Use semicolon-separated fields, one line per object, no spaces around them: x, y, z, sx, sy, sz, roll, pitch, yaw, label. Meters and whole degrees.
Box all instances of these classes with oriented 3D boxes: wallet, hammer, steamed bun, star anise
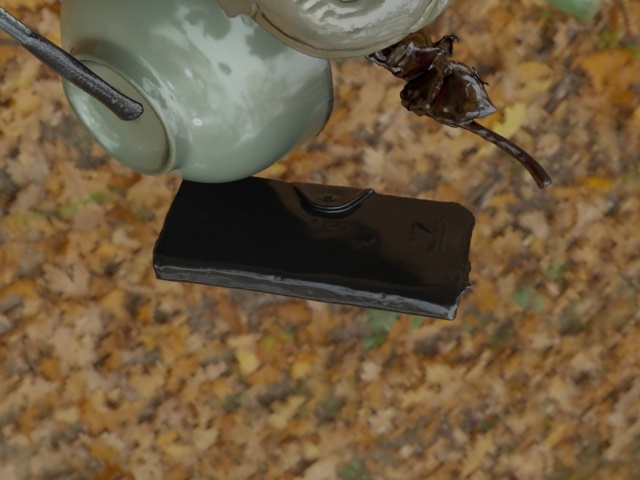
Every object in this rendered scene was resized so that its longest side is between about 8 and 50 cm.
0.000;0.000;1.671;0.377;0.197;0.051;9;133;8;wallet
-0.246;-0.165;1.194;0.103;0.029;0.246;-14;147;31;hammer
0.010;-0.229;1.063;0.211;0.218;0.144;-47;163;-17;steamed bun
0.117;-0.149;1.351;0.177;0.234;0.073;21;116;-39;star anise

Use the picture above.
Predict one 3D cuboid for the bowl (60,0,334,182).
-0.175;-0.197;1.610;0.185;0.354;0.354;-46;147;-29;bowl
